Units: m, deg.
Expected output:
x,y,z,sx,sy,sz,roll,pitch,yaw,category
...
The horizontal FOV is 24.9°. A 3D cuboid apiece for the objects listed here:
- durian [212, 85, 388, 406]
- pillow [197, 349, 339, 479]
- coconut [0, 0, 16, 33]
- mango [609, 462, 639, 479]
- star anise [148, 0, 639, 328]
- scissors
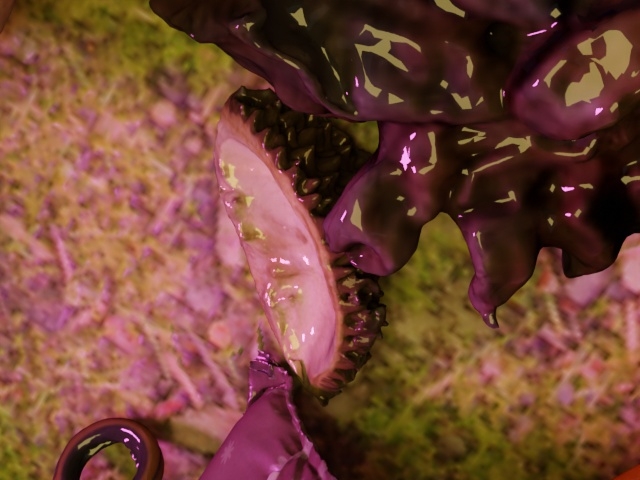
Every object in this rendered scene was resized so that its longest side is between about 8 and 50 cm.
x,y,z,sx,sy,sz,roll,pitch,yaw,category
-0.005,0.004,0.545,0.066,0.052,0.130,-13,104,18,durian
-0.006,0.130,0.535,0.043,0.185,0.118,9,114,-32,pillow
-0.236,-0.150,0.437,0.297,0.254,0.297,0,92,17,coconut
0.132,0.163,0.497,0.187,0.144,0.359,34,118,-28,mango
0.079,-0.075,0.466,0.220,0.099,0.214,-36,106,6,star anise
-0.158,0.148,0.603,0.220,0.017,0.088,-24,59,10,scissors
